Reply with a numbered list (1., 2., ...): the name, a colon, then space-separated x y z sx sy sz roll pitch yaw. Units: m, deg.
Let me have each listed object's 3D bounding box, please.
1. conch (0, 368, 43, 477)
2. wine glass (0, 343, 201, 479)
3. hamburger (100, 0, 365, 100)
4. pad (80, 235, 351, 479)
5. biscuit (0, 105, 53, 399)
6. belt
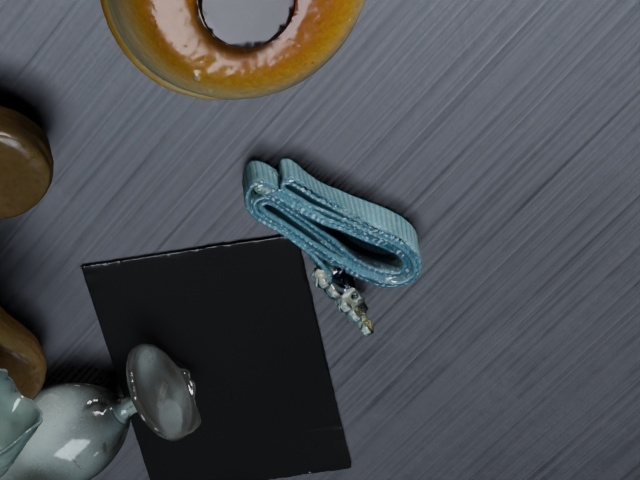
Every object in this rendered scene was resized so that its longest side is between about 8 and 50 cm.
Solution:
1. conch: -0.418 0.177 1.691 0.319 0.215 0.303 -39 134 -7
2. wine glass: -0.228 0.176 1.840 0.222 0.103 0.103 -24 126 25
3. hamburger: -0.064 -0.213 1.497 0.237 0.147 0.237 -4 120 -8
4. pad: -0.092 0.122 1.857 0.202 0.005 0.300 -9 128 6
5. biscuit: -0.399 0.007 1.722 0.368 0.076 0.394 -3 132 2
6. belt: -0.001 -0.003 1.725 0.179 0.065 0.100 31 114 -21
